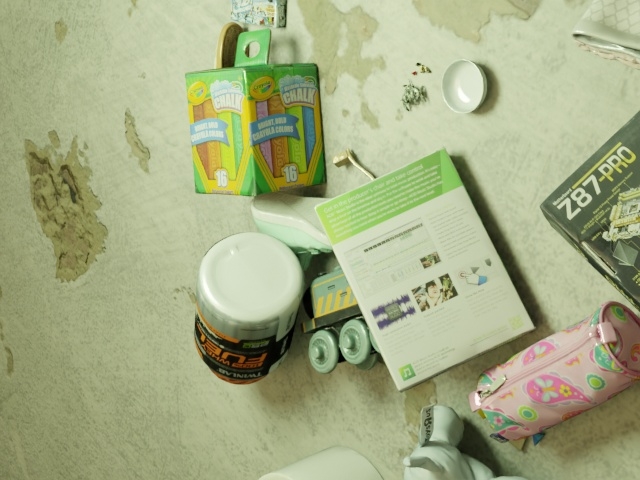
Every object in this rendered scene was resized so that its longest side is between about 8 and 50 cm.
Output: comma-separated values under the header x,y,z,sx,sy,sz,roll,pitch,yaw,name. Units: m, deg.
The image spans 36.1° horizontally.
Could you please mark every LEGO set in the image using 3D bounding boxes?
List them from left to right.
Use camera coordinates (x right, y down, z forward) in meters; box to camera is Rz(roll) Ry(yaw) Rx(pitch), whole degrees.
x,y,z,sx,sy,sz,roll,pitch,yaw,name
0.150,-0.249,1.602,0.054,0.023,0.083,22,115,43,LEGO set

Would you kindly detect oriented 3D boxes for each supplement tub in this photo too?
x,y,z,sx,sy,sz,roll,pitch,yaw,name
-0.140,0.140,1.848,0.194,0.193,0.316,55,156,23,supplement tub

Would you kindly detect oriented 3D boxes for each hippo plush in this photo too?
x,y,z,sx,sy,sz,roll,pitch,yaw,name
0.254,0.389,1.559,0.236,0.234,0.294,17,133,12,hippo plush

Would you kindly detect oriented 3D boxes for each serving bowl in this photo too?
x,y,z,sx,sy,sz,roll,pitch,yaw,name
0.227,-0.239,1.517,0.083,0.027,0.083,14,109,45,serving bowl

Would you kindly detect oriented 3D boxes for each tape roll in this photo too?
x,y,z,sx,sy,sz,roll,pitch,yaw,name
0.002,0.530,1.855,0.246,0.169,0.246,15,111,44,tape roll

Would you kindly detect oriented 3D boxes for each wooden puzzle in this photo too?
x,y,z,sx,sy,sz,roll,pitch,yaw,name
0.307,0.292,1.576,0.116,0.014,0.079,44,133,32,wooden puzzle

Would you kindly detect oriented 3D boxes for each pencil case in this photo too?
x,y,z,sx,sy,sz,roll,pitch,yaw,name
0.347,0.196,1.426,0.284,0.124,0.124,-39,71,45,pencil case

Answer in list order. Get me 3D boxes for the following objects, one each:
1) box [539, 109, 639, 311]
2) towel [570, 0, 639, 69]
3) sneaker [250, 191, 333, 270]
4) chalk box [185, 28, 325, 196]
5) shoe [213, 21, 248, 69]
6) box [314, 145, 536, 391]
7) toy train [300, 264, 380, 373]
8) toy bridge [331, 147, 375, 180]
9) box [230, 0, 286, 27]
x,y,z,sx,sy,sz,roll,pitch,yaw,name
0.492,-0.059,1.072,0.395,0.097,0.318,-45,63,6,box
0.488,-0.303,1.078,0.331,0.053,0.317,30,85,38,towel
0.000,0.000,1.802,0.255,0.094,0.151,17,143,26,sneaker
-0.122,-0.235,1.788,0.180,0.179,0.289,4,103,47,chalk box
-0.188,-0.318,1.917,0.058,0.076,0.219,22,117,37,shoe
0.159,0.044,1.534,0.058,0.232,0.322,66,180,-78,box
0.087,0.117,1.694,0.334,0.142,0.190,-25,69,50,toy train
0.074,-0.081,1.706,0.063,0.026,0.188,-23,67,15,toy bridge
-0.117,-0.453,1.841,0.137,0.027,0.094,21,116,43,box
